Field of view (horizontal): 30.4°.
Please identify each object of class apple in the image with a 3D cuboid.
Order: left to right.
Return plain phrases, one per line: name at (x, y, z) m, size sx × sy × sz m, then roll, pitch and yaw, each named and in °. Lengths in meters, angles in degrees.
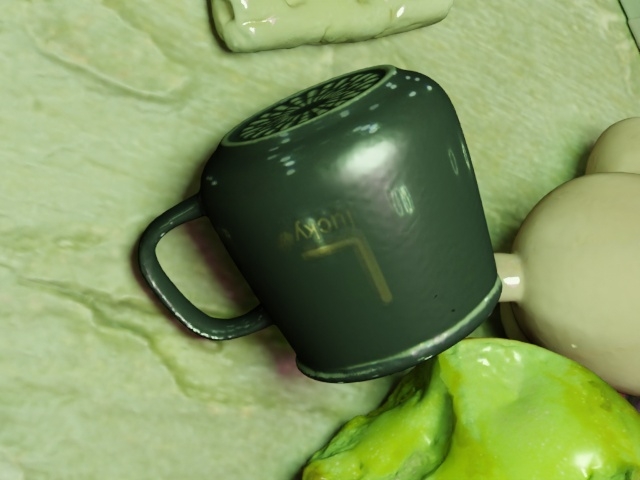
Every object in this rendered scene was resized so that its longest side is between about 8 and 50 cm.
apple at (0.120, 0.186, 0.759) m, size 0.246 × 0.226 × 0.246 m, roll -2°, pitch 94°, yaw -29°

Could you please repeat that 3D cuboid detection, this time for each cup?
cup at (0.000, 0.000, 0.760) m, size 0.223 × 0.169 × 0.176 m, roll -24°, pitch 109°, yaw 5°

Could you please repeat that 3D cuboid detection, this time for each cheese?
cheese at (0.013, -0.171, 0.833) m, size 0.194 × 0.043 × 0.065 m, roll -16°, pitch 99°, yaw -32°

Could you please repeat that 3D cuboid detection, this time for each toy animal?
toy animal at (0.253, 0.015, 0.866) m, size 0.221 × 0.210 × 0.229 m, roll -65°, pitch 150°, yaw -9°

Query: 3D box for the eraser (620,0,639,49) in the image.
eraser at (0.339, -0.142, 1.016) m, size 0.095 × 0.052 × 0.225 m, roll -33°, pitch 103°, yaw -26°
